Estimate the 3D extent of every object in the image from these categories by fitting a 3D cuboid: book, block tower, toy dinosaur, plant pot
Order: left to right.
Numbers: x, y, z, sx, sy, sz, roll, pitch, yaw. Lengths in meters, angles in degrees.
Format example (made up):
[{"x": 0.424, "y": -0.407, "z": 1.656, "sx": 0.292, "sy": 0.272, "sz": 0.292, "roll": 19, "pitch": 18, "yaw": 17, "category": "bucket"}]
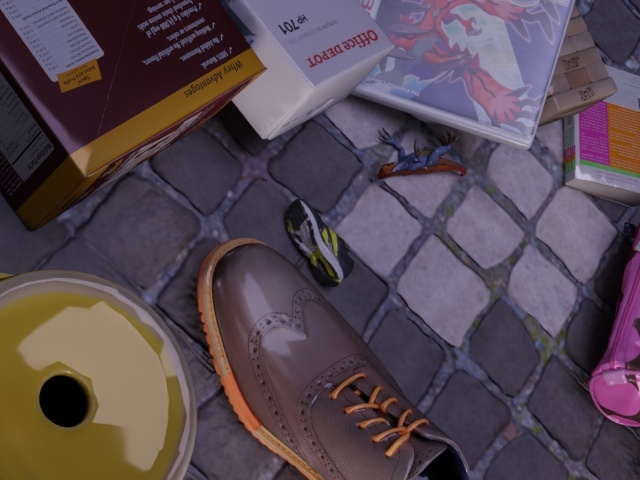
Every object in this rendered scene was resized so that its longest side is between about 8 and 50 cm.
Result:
[{"x": -0.199, "y": 0.126, "z": 0.811, "sx": 0.254, "sy": 0.239, "sz": 0.253, "roll": 11, "pitch": 67, "yaw": -28, "category": "plant pot"}, {"x": 0.092, "y": -0.071, "z": 1.176, "sx": 0.082, "sy": 0.047, "sz": 0.090, "roll": -41, "pitch": 107, "yaw": -16, "category": "toy dinosaur"}, {"x": 0.166, "y": -0.272, "z": 1.258, "sx": 0.097, "sy": 0.091, "sz": 0.335, "roll": -20, "pitch": 83, "yaw": -35, "category": "block tower"}, {"x": 0.298, "y": -0.116, "z": 1.319, "sx": 0.096, "sy": 0.035, "sz": 0.144, "roll": 15, "pitch": 66, "yaw": -23, "category": "book"}]

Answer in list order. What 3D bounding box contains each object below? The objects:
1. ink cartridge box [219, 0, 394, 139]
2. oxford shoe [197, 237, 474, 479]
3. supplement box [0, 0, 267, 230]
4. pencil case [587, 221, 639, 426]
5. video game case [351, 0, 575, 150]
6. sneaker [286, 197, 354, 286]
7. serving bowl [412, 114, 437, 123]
[{"x": -0.049, "y": -0.198, "z": 1.080, "sx": 0.190, "sy": 0.082, "sz": 0.140, "roll": 50, "pitch": 40, "yaw": 4, "category": "ink cartridge box"}, {"x": 0.038, "y": 0.142, "z": 1.010, "sx": 0.130, "sy": 0.133, "sz": 0.363, "roll": -38, "pitch": 94, "yaw": -34, "category": "oxford shoe"}, {"x": -0.187, "y": -0.148, "z": 0.979, "sx": 0.191, "sy": 0.129, "sz": 0.194, "roll": -37, "pitch": 94, "yaw": -35, "category": "supplement box"}, {"x": 0.321, "y": 0.072, "z": 1.232, "sx": 0.098, "sy": 0.095, "sz": 0.209, "roll": 57, "pitch": 45, "yaw": -44, "category": "pencil case"}, {"x": 0.125, "y": -0.200, "z": 1.175, "sx": 0.201, "sy": 0.023, "sz": 0.183, "roll": 18, "pitch": 83, "yaw": -2, "category": "video game case"}, {"x": 0.000, "y": 0.000, "z": 1.104, "sx": 0.035, "sy": 0.031, "sz": 0.083, "roll": -29, "pitch": 93, "yaw": -48, "category": "sneaker"}, {"x": 0.102, "y": -0.148, "z": 1.214, "sx": 0.083, "sy": 0.027, "sz": 0.083, "roll": 10, "pitch": 69, "yaw": -28, "category": "serving bowl"}]
